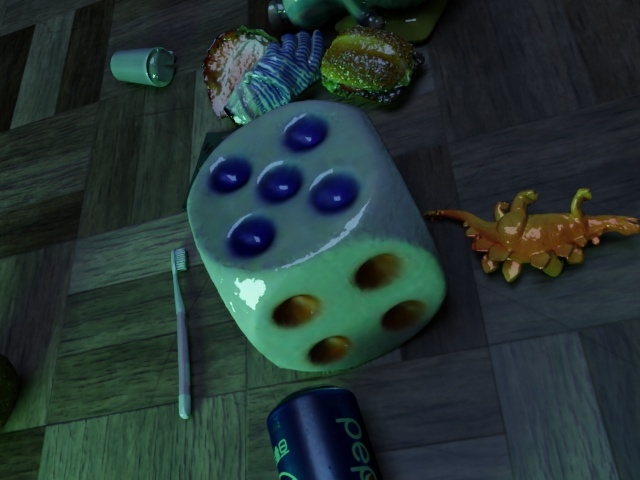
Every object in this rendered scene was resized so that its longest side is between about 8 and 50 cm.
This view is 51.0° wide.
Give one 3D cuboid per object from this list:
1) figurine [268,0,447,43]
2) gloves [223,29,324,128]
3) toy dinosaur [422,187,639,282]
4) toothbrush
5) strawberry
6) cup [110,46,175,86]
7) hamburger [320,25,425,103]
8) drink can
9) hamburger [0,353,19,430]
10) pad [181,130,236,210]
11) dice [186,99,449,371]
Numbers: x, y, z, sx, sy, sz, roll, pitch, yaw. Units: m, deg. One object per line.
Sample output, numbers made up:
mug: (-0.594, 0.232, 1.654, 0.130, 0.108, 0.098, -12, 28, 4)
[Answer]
figurine: (0.040, -0.530, 1.088, 0.361, 0.378, 0.266, -2, 60, 19)
gloves: (-0.069, -0.272, 1.134, 0.097, 0.119, 0.229, 22, 71, 39)
toy dinosaur: (0.261, -0.003, 0.874, 0.288, 0.070, 0.117, 0, 61, 28)
toothbrush: (-0.207, 0.129, 1.011, 0.025, 0.020, 0.286, -15, 56, 6)
strawberry: (-0.135, -0.291, 1.196, 0.146, 0.082, 0.187, 24, 78, 6)
cup: (-0.344, -0.352, 1.332, 0.116, 0.074, 0.104, 11, 42, 32)
hamburger: (0.078, -0.289, 1.103, 0.166, 0.087, 0.137, 24, 72, 31)
drink can: (0.013, 0.277, 0.774, 0.118, 0.118, 0.205, -26, 55, 6)
hamburger: (-0.531, 0.247, 1.001, 0.131, 0.159, 0.185, -4, 103, 9)
pad: (-0.109, -0.121, 1.131, 0.245, 0.006, 0.170, 1, 62, 22)
dice: (0.000, 0.000, 0.859, 0.251, 0.259, 0.243, -26, 53, 6)
